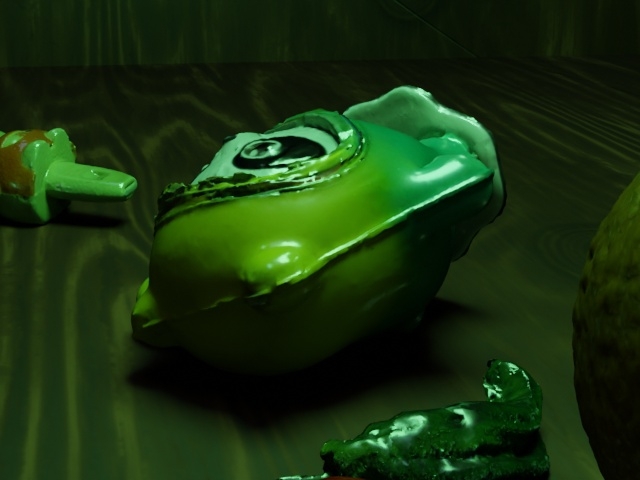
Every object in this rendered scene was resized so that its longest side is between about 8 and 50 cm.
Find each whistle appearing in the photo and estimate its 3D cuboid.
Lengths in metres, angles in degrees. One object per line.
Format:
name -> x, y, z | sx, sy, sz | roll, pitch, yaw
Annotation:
whistle -> -0.358, -0.080, 1.495 | 0.288, 0.106, 0.131 | 6, 24, 17

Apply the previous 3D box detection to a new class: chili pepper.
chili pepper -> 0.078, 0.140, 0.865 | 0.279, 0.065, 0.122 | -11, 11, -39

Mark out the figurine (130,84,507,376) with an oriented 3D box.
figurine -> 0.000, 0.000, 1.091 | 0.324, 0.231, 0.340 | -18, 9, 44

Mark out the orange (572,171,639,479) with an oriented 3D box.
orange -> 0.322, 0.073, 0.677 | 0.357, 0.322, 0.322 | 19, 24, 32

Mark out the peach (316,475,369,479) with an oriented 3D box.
peach -> 0.017, 0.174, 0.747 | 0.098, 0.061, 0.098 | -4, 11, 1
